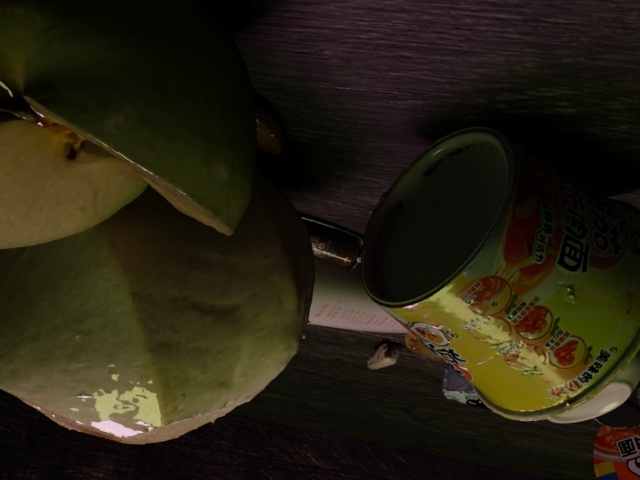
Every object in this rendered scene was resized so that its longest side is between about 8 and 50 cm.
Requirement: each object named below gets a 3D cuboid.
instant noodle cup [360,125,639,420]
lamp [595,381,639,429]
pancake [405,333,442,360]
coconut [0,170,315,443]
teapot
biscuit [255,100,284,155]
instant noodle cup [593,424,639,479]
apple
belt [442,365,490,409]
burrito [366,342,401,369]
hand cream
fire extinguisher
[{"bbox_3d":[0.180,0.023,1.048,0.200,0.264,0.264,34,155,-28],"label":"instant noodle cup"},{"bbox_3d":[0.518,0.256,1.636,0.109,0.130,0.371,-11,173,-4],"label":"lamp"},{"bbox_3d":[0.277,0.191,1.831,0.283,0.048,0.282,14,166,4],"label":"pancake"},{"bbox_3d":[-0.223,0.067,1.212,0.415,0.344,0.415,-27,169,-6],"label":"coconut"},{"bbox_3d":[0.381,0.184,1.586,0.204,0.139,0.298,-24,146,19],"label":"teapot"},{"bbox_3d":[-0.144,-0.142,1.117,0.229,0.031,0.176,24,161,-35],"label":"biscuit"},{"bbox_3d":[0.647,0.407,1.939,0.251,0.250,0.192,5,169,26],"label":"instant noodle cup"},{"bbox_3d":[-0.198,-0.118,0.896,0.295,0.233,0.258,-7,169,26],"label":"apple"},{"bbox_3d":[0.337,0.291,2.048,0.199,0.078,0.151,10,165,16],"label":"belt"},{"bbox_3d":[0.125,0.232,2.082,0.055,0.041,0.149,2,165,-8],"label":"burrito"},{"bbox_3d":[0.082,0.089,1.582,0.359,0.117,0.186,15,162,-33],"label":"hand cream"},{"bbox_3d":[0.000,0.000,1.439,0.158,0.043,0.064,19,120,-19],"label":"fire extinguisher"}]
